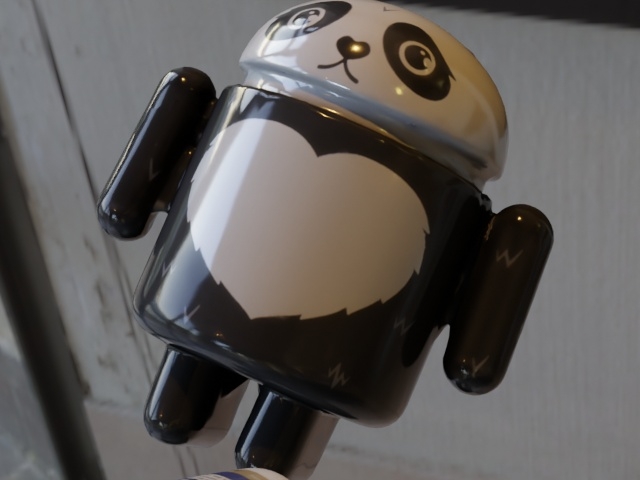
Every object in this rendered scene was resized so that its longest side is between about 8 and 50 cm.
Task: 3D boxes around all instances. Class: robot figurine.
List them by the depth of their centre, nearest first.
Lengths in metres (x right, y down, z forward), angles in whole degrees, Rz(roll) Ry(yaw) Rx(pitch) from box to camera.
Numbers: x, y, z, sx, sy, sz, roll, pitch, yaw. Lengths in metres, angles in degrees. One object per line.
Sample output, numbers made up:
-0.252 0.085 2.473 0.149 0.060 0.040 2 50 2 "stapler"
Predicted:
-0.002 -0.001 0.901 0.173 0.209 0.278 17 82 63 "robot figurine"

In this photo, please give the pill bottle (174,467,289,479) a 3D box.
-0.083 0.139 0.561 0.169 0.094 0.094 -4 33 -36 "pill bottle"
